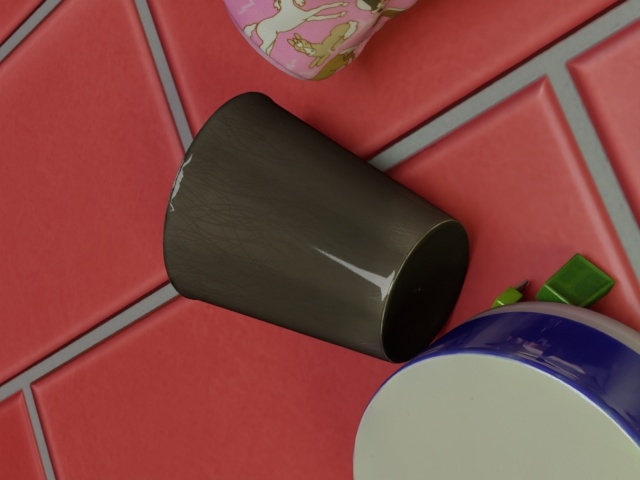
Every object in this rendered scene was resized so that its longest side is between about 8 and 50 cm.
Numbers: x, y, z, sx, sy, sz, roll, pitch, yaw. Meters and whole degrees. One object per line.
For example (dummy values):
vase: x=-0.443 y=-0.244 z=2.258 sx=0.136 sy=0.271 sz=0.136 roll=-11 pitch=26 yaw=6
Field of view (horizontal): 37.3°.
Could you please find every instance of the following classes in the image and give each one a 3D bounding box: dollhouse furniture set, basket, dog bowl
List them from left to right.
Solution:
basket: x=0.000 y=0.000 z=0.821 sx=0.226 sy=0.154 sz=0.204 roll=24 pitch=104 yaw=32
dollhouse furniture set: x=0.171 y=0.081 z=0.762 sx=0.076 sy=0.058 sz=0.152 roll=40 pitch=134 yaw=22
dog bowl: x=0.156 y=0.184 z=0.688 sx=0.264 sy=0.104 sz=0.265 roll=14 pitch=114 yaw=35

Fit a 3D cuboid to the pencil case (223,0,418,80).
pencil case: x=0.094 y=-0.276 z=0.719 sx=0.386 sy=0.167 sz=0.160 roll=-29 pitch=95 yaw=35
